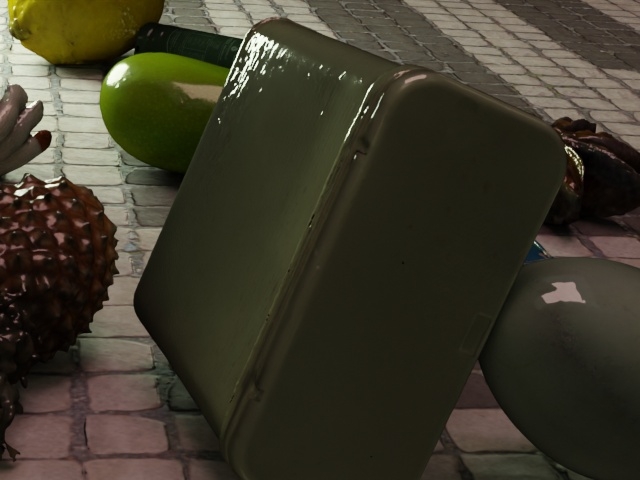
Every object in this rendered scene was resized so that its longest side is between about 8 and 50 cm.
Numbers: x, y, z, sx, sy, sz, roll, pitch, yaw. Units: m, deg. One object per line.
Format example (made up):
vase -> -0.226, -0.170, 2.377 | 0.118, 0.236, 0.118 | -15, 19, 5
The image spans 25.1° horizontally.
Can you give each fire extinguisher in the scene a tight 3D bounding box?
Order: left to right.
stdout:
fire extinguisher -> -0.170, -0.297, 2.447 | 0.311, 0.095, 0.114 | 12, 58, 23

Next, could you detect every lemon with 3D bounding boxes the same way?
lemon -> -0.415, -0.431, 2.529 | 0.310, 0.253, 0.253 | -30, 37, -32

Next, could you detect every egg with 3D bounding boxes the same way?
egg -> 0.242, 0.108, 1.230 | 0.264, 0.183, 0.183 | 31, 5, -32

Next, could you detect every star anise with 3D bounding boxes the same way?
star anise -> 0.307, -0.100, 1.985 | 0.331, 0.117, 0.332 | 5, 29, -3

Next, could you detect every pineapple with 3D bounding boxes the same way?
pineapple -> -0.285, 0.068, 1.320 | 0.175, 0.175, 0.361 | 4, 29, -2

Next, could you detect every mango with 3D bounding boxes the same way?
mango -> -0.150, -0.162, 1.974 | 0.343, 0.156, 0.192 | 16, 25, 22

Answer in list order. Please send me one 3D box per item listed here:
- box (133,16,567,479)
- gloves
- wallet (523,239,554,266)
box -> 0.000, 0.000, 1.257 | 0.177, 0.352, 0.344 | 19, 10, -28
gloves -> -0.458, -0.138, 1.879 | 0.218, 0.140, 0.131 | 12, 35, -22
wallet -> 0.162, 0.025, 1.675 | 0.202, 0.059, 0.141 | -1, 22, -17
